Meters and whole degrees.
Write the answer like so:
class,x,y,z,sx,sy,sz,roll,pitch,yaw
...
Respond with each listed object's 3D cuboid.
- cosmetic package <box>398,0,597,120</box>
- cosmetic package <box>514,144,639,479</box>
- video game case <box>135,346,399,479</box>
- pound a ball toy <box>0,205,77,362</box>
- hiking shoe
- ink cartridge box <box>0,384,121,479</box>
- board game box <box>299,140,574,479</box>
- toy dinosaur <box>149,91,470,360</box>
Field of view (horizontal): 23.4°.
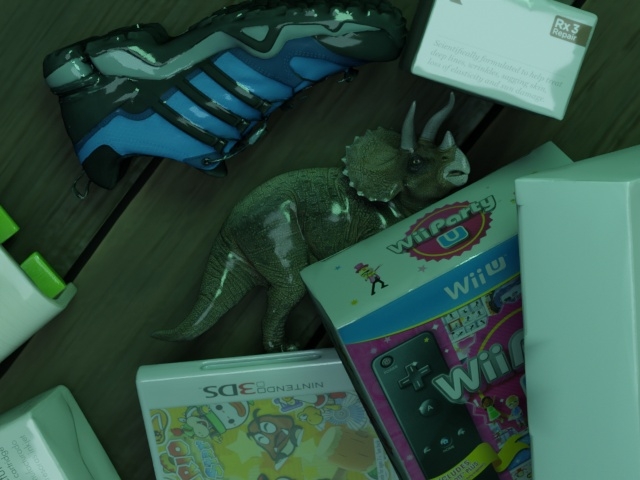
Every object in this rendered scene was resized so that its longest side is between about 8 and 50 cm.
class,x,y,z,sx,sy,sz,roll,pitch,yaw
cosmetic package,0.127,-0.148,1.172,0.117,0.231,0.086,18,98,0
cosmetic package,0.286,0.066,1.144,0.097,0.377,0.285,1,101,40
video game case,-0.036,0.193,1.304,0.206,0.026,0.227,-6,121,3
pound a ball toy,-0.394,0.074,1.282,0.319,0.136,0.208,-39,96,7
hiking shoe,-0.069,-0.122,1.252,0.304,0.113,0.132,-8,105,18
ink cartridge box,-0.331,0.298,1.319,0.353,0.119,0.207,-29,95,9
board game box,0.146,0.107,1.216,0.224,0.097,0.303,-28,121,-3
toy dinosaur,0.000,0.000,1.277,0.313,0.121,0.160,-19,93,21
